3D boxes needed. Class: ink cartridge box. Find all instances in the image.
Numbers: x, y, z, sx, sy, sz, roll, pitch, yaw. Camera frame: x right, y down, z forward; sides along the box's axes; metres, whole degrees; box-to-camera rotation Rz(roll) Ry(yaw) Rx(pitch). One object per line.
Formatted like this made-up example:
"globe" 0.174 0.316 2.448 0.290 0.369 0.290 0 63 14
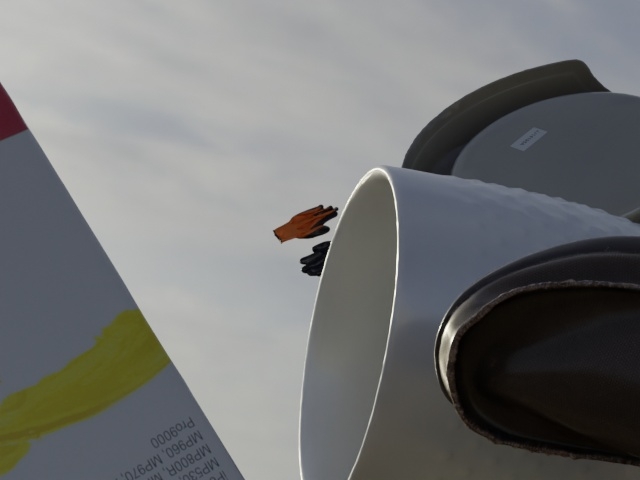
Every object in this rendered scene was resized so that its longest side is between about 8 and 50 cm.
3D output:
"ink cartridge box" -0.214 0.107 1.064 0.160 0.384 0.279 -28 -7 -39

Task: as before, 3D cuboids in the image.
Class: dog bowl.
"dog bowl" 0.260 -0.053 1.987 0.349 0.348 0.102 0 -53 23

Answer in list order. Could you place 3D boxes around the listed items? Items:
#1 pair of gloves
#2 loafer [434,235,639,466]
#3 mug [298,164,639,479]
"pair of gloves" 0.000 0.000 1.989 0.074 0.083 0.010 -26 -33 -17
"loafer" 0.233 0.077 1.140 0.366 0.133 0.130 -1 18 23
"mug" 0.187 0.096 1.462 0.328 0.276 0.374 10 -12 -12
